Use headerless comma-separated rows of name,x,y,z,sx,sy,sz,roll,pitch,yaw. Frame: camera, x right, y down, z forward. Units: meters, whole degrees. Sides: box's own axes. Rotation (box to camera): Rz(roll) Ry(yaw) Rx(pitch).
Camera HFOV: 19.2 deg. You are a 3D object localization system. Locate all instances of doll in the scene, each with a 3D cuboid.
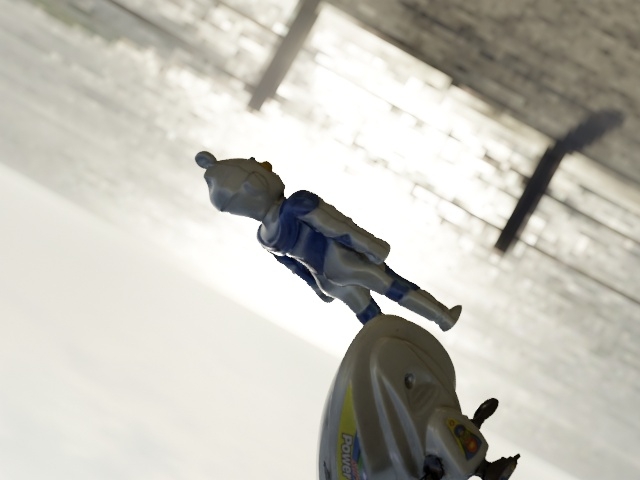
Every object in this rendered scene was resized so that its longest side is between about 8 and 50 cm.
doll,0.000,0.000,1.430,0.227,0.057,0.114,37,153,-10

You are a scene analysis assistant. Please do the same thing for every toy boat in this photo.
toy boat,0.067,0.177,1.334,0.141,0.141,0.269,27,140,25
